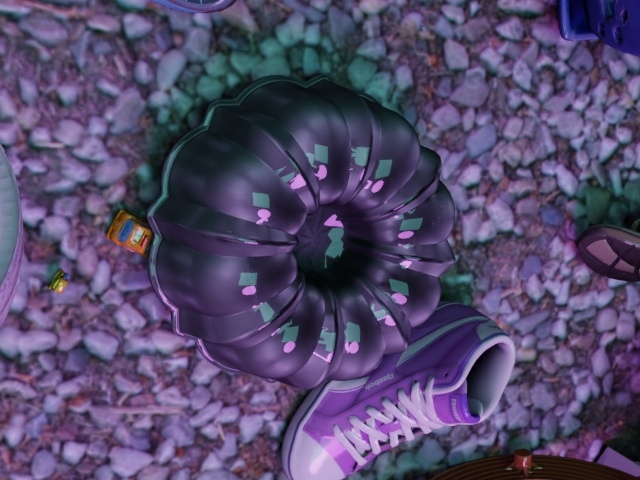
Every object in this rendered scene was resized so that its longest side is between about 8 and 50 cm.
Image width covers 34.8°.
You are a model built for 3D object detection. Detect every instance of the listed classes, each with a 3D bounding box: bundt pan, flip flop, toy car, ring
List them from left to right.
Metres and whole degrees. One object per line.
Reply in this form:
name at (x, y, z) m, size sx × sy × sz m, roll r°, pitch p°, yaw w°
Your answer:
toy car at (-0.206, 0.024, 1.011) m, size 0.122 × 0.040 × 0.060 m, roll -46°, pitch 113°, yaw -7°
bundt pan at (0.000, 0.000, 1.020) m, size 0.331 × 0.124 × 0.330 m, roll -6°, pitch 103°, yaw -27°
ring at (0.255, 0.310, 1.087) m, size 0.337 × 0.336 × 0.032 m, roll -7°, pitch 110°, yaw -20°
flip flop at (0.429, 0.001, 1.224) m, size 0.277 × 0.112 × 0.080 m, roll 3°, pitch 74°, yaw -19°

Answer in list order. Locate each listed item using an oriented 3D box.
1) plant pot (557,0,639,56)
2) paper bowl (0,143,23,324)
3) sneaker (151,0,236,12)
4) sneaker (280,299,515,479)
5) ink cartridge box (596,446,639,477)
plant pot at (0.379, -0.316, 1.071) m, size 0.236 × 0.212 × 0.235 m, roll -10°, pitch 105°, yaw -20°
paper bowl at (-0.383, -0.014, 0.812) m, size 0.284 × 0.148 × 0.284 m, roll 6°, pitch 67°, yaw -14°
sneaker at (-0.165, -0.305, 0.911) m, size 0.104 × 0.125 × 0.262 m, roll -47°, pitch 113°, yaw -6°
sneaker at (0.085, 0.179, 1.093) m, size 0.282 × 0.161 × 0.102 m, roll -43°, pitch 114°, yaw -6°
ink cartridge box at (0.391, 0.436, 1.242) m, size 0.198 × 0.197 × 0.270 m, roll 37°, pitch 86°, yaw -24°
